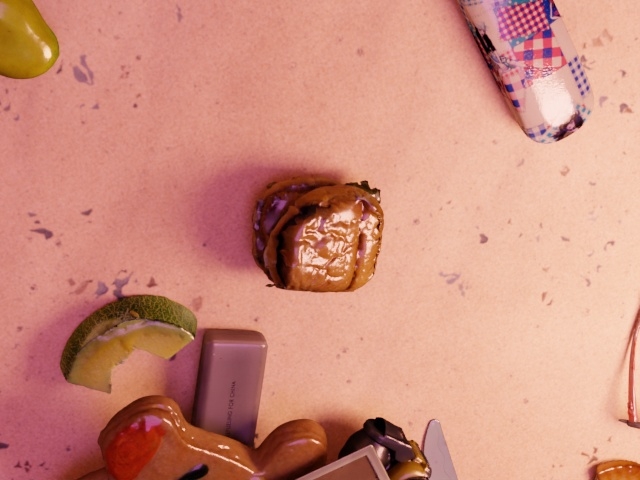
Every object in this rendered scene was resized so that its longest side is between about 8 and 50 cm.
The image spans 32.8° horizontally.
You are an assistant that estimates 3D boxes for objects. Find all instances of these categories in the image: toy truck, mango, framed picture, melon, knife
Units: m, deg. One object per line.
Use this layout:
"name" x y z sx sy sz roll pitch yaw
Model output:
"toy truck" 0.073 0.409 1.812 0.165 0.147 0.224 41 99 -23
"mango" -0.427 -0.280 1.434 0.117 0.089 0.163 -32 116 -2
"framed picture" -0.002 0.452 1.727 0.274 0.017 0.217 -23 116 1
"melon" -0.298 0.156 1.657 0.210 0.064 0.118 -35 121 2
"knife" 0.226 0.430 1.930 0.063 0.034 0.260 -24 109 2

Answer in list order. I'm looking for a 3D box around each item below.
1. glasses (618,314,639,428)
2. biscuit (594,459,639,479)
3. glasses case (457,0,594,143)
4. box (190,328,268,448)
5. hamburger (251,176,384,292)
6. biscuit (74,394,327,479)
"glasses" 0.656 0.217 1.961 0.234 0.118 0.268 -3 91 -13
"biscuit" 0.575 0.509 2.053 0.176 0.031 0.228 -7 114 -12
"glasses case" 0.312 -0.294 1.642 0.125 0.076 0.327 -33 116 -3
"box" -0.150 0.261 1.740 0.103 0.055 0.243 4 109 -17
"hamburger" 0.000 0.000 1.643 0.206 0.130 0.183 2 113 -19
"biscuit" -0.189 0.401 1.716 0.394 0.076 0.368 23 118 -28
